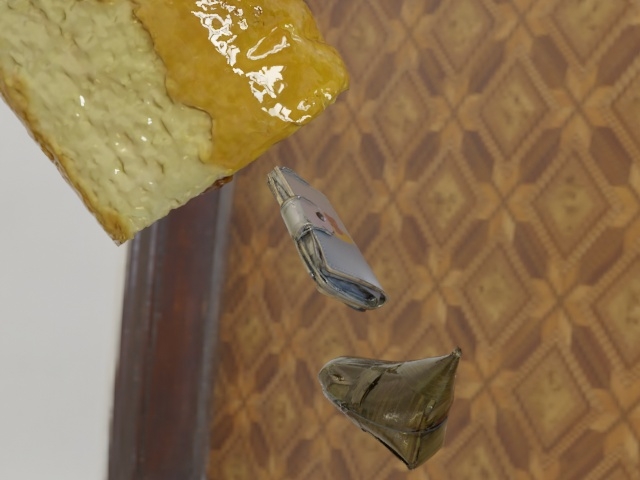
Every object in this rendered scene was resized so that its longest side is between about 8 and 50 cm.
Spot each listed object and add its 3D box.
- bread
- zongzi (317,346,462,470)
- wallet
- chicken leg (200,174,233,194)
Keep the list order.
[{"bbox_3d":[-0.165,-0.209,0.986,0.236,0.165,0.375,-34,98,21],"label":"bread"},{"bbox_3d":[0.101,0.201,1.944,0.221,0.112,0.242,31,137,24],"label":"zongzi"},{"bbox_3d":[0.000,0.000,1.936,0.069,0.170,0.231,-42,49,15],"label":"wallet"},{"bbox_3d":[-0.208,-0.190,1.649,0.113,0.304,0.093,-27,22,22],"label":"chicken leg"}]
